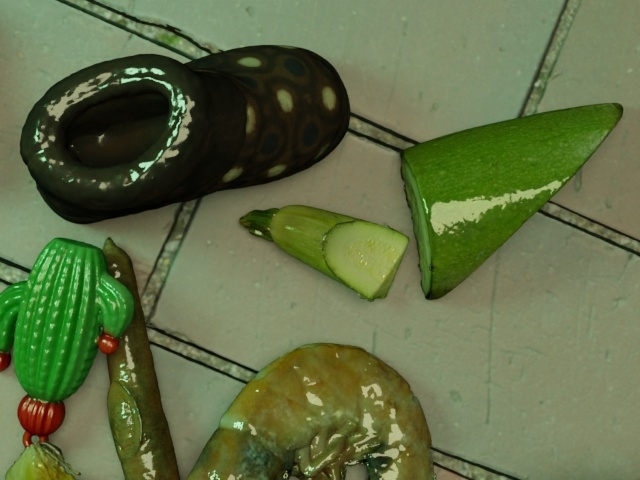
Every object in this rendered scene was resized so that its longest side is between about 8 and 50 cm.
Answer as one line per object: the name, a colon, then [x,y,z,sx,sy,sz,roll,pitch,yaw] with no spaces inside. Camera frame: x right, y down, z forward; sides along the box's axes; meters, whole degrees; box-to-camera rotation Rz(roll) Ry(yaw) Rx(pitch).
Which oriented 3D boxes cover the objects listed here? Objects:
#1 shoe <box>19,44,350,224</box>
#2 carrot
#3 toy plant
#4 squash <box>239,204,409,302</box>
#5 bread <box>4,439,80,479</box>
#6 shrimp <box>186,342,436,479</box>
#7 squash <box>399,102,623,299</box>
shoe: [-0.145,-0.134,1.778,0.384,0.237,0.171,-15,86,-7]
carrot: [-0.219,0.162,1.828,0.070,0.070,0.342,-11,84,-7]
toy plant: [-0.313,0.110,1.806,0.155,0.088,0.240,40,105,12]
squash: [0.001,0.001,1.862,0.200,0.075,0.090,20,108,-2]
bread: [-0.288,0.319,1.780,0.160,0.169,0.140,45,115,35]
shrimp: [-0.041,0.321,1.803,0.272,0.085,0.445,42,70,-2]
squash: [0.250,-0.054,1.881,0.289,0.111,0.203,-10,87,-9]
